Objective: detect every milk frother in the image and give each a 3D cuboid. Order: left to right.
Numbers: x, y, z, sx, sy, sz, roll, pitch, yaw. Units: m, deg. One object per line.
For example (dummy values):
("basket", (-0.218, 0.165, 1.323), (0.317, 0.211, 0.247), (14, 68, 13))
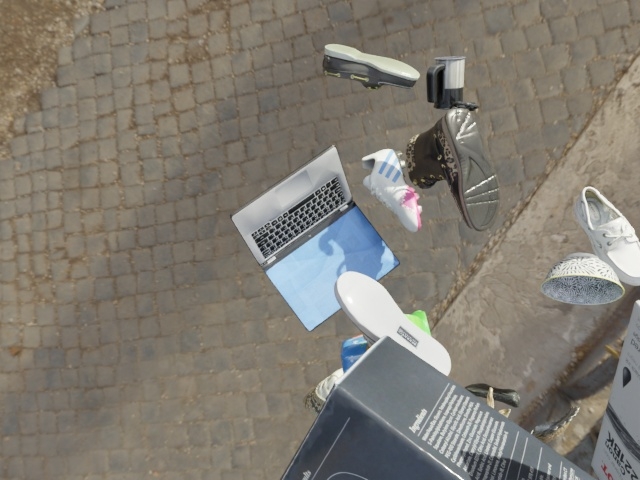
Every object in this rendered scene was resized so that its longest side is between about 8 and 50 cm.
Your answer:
("milk frother", (0.366, -0.420, 1.467), (0.143, 0.129, 0.134), (11, 117, 32))

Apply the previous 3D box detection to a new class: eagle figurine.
("eagle figurine", (0.522, 0.520, 1.355), (0.225, 0.298, 0.226), (-29, 99, -27))

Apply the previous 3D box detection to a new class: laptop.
("laptop", (0.000, 0.000, 1.684), (0.382, 0.407, 0.236), (-36, 51, -11))

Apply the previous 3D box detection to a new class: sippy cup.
("sippy cup", (0.173, 0.310, 1.347), (0.224, 0.240, 0.305), (-13, 96, 9))

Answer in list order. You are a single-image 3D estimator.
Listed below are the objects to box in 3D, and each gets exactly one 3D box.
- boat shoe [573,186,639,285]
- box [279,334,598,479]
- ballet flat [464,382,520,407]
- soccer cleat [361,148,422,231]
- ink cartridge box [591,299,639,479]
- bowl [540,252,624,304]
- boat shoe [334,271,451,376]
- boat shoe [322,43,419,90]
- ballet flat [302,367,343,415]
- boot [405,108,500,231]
("boat shoe", (0.713, -0.016, 1.340), (0.098, 0.096, 0.277), (-26, 54, 6))
("box", (0.159, 0.393, 0.811), (0.396, 0.212, 0.293), (34, 114, 17))
("ballet flat", (0.492, 0.449, 1.580), (0.173, 0.058, 0.049), (-2, 107, 49))
("soccer cleat", (0.214, -0.149, 1.696), (0.143, 0.116, 0.331), (-12, 51, -2))
("ink cartridge box", (0.392, 0.217, 0.546), (0.114, 0.197, 0.272), (-7, 122, -1))
("bowl", (0.591, 0.079, 1.237), (0.170, 0.170, 0.080), (7, 64, 15))
("boat shoe", (0.121, 0.169, 1.023), (0.268, 0.088, 0.096), (39, 53, -5))
("boat shoe", (0.111, -0.381, 1.236), (0.228, 0.081, 0.068), (23, 126, 16))
("ballet flat", (0.134, 0.516, 1.812), (0.483, 0.164, 0.181), (5, 121, 36))
("boot", (0.409, -0.205, 1.739), (0.138, 0.284, 0.377), (-20, 93, -20))
